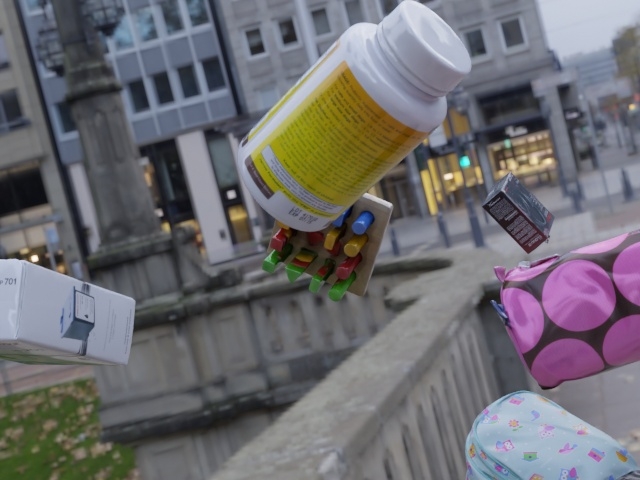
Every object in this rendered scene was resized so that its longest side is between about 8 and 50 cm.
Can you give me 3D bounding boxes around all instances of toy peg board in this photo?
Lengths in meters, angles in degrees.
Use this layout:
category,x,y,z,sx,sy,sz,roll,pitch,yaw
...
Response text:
category,x,y,z,sx,sy,sz,roll,pitch,yaw
toy peg board,0.000,0.000,1.447,0.161,0.160,0.079,23,33,11

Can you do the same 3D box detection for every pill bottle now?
category,x,y,z,sx,sy,sz,roll,pitch,yaw
pill bottle,0.030,-0.111,0.903,0.215,0.117,0.117,-42,-13,31

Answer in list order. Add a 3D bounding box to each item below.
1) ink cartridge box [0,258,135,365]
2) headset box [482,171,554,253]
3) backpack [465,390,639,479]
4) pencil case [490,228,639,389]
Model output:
category,x,y,z,sx,sy,sz,roll,pitch,yaw
ink cartridge box,-0.304,0.079,1.044,0.140,0.082,0.191,-2,-13,23
headset box,0.224,-0.029,1.124,0.032,0.083,0.062,-44,3,32
backpack,0.226,0.234,0.982,0.152,0.115,0.182,-22,37,-32
pencil case,0.233,0.032,0.723,0.209,0.098,0.095,-20,-22,17
